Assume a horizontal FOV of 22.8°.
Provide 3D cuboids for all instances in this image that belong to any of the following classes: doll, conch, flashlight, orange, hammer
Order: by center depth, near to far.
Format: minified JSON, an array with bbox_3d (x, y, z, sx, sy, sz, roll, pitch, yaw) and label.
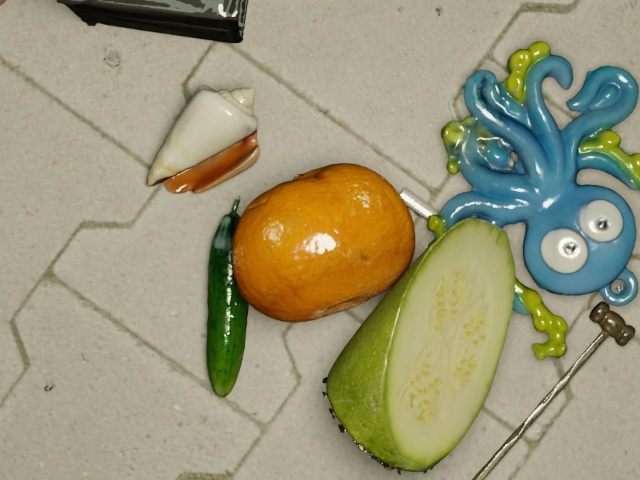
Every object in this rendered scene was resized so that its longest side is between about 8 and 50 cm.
[{"bbox_3d":[0.000,0.000,1.881,0.224,0.224,0.170,-22,77,-1],"label":"orange"},{"bbox_3d":[0.287,-0.066,1.941,0.346,0.099,0.341,-38,93,-5],"label":"doll"},{"bbox_3d":[-0.138,-0.119,1.942,0.104,0.094,0.176,36,94,-40],"label":"conch"},{"bbox_3d":[0.277,0.202,1.980,0.058,0.029,0.292,41,90,1],"label":"hammer"},{"bbox_3d":[0.134,-0.035,1.981,0.083,0.018,0.018,35,89,0],"label":"flashlight"}]

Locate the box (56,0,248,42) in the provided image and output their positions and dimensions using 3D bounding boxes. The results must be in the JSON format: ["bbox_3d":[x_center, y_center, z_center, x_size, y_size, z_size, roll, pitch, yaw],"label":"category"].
[{"bbox_3d":[-0.171,-0.419,1.868,0.204,0.251,0.345,8,90,-1],"label":"box"}]

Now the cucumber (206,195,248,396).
[{"bbox_3d":[-0.114,0.069,1.958,0.056,0.056,0.250,2,90,-1],"label":"cucumber"}]

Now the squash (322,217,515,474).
[{"bbox_3d":[0.143,0.125,1.861,0.189,0.189,0.260,42,114,0],"label":"squash"}]

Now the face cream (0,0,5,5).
[{"bbox_3d":[-0.443,-0.351,1.931,0.149,0.104,0.149,0,89,-1],"label":"face cream"}]
